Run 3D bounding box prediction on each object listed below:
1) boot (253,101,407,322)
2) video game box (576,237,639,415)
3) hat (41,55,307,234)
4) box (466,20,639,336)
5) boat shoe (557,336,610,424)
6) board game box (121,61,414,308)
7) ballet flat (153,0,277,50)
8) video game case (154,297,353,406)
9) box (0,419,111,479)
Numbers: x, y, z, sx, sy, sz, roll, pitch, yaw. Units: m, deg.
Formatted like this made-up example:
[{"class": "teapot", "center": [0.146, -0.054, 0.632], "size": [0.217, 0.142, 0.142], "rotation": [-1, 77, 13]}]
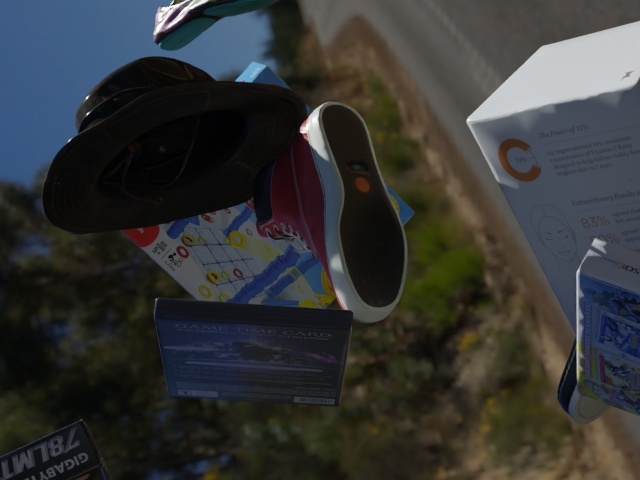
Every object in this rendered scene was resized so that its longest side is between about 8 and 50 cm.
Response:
[{"class": "boot", "center": [0.000, 0.000, 1.695], "size": [0.176, 0.088, 0.244], "rotation": [-42, 52, 45]}, {"class": "video game box", "center": [0.314, 0.099, 1.379], "size": [0.048, 0.187, 0.205], "rotation": [-60, -23, -29]}, {"class": "hat", "center": [-0.189, -0.137, 1.899], "size": [0.331, 0.331, 0.134], "rotation": [64, 180, -65]}, {"class": "box", "center": [0.342, -0.036, 1.641], "size": [0.168, 0.215, 0.345], "rotation": [-45, -66, -38]}, {"class": "boat shoe", "center": [0.367, 0.082, 1.978], "size": [0.091, 0.302, 0.114], "rotation": [26, 169, 37]}, {"class": "board game box", "center": [-0.081, -0.036, 2.240], "size": [0.308, 0.302, 0.086], "rotation": [43, 177, -16]}, {"class": "ballet flat", "center": [-0.144, -0.317, 2.092], "size": [0.077, 0.221, 0.079], "rotation": [-1, -103, -46]}, {"class": "video game case", "center": [-0.070, 0.122, 1.689], "size": [0.274, 0.196, 0.026], "rotation": [95, 178, -67]}, {"class": "box", "center": [-0.406, 0.341, 1.994], "size": [0.073, 0.296, 0.293], "rotation": [62, 167, 14]}]
